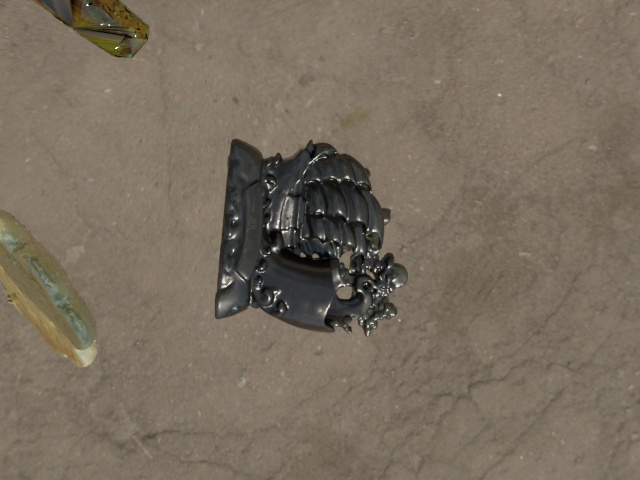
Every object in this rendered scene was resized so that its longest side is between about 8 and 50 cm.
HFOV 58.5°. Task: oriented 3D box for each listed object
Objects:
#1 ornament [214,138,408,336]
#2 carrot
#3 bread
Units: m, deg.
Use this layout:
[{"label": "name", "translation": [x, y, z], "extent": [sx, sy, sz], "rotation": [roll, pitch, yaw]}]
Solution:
[{"label": "ornament", "translation": [0.000, 0.000, 0.731], "extent": [0.261, 0.106, 0.251], "rotation": [4, 91, -13]}, {"label": "carrot", "translation": [-0.270, -0.263, 0.572], "extent": [0.069, 0.069, 0.229], "rotation": [-47, 141, 7]}, {"label": "bread", "translation": [-0.453, 0.071, 0.905], "extent": [0.054, 0.316, 0.316], "rotation": [-39, 116, -35]}]
